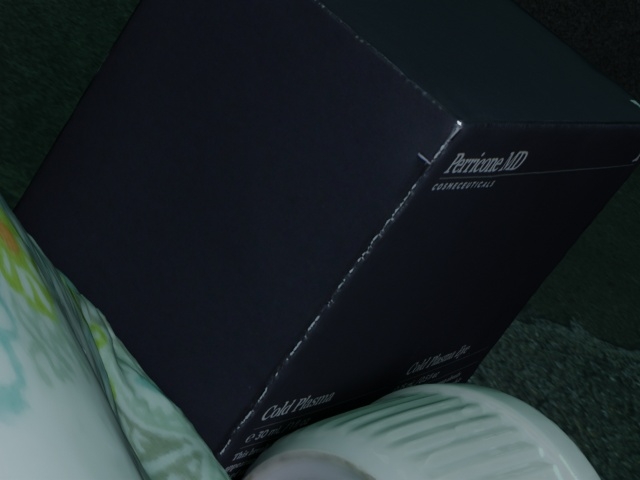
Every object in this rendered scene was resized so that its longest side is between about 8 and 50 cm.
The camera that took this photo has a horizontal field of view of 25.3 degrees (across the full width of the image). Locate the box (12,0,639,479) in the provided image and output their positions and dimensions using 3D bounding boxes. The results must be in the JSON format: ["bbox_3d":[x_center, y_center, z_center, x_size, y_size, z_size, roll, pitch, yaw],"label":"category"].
[{"bbox_3d":[0.000,0.000,0.834,0.179,0.312,0.343,44,22,19],"label":"box"}]

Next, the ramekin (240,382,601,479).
[{"bbox_3d":[0.038,0.176,0.691,0.109,0.207,0.207,-1,42,-44],"label":"ramekin"}]

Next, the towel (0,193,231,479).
[{"bbox_3d":[-0.059,0.125,0.466,0.320,0.090,0.374,55,-5,12],"label":"towel"}]
